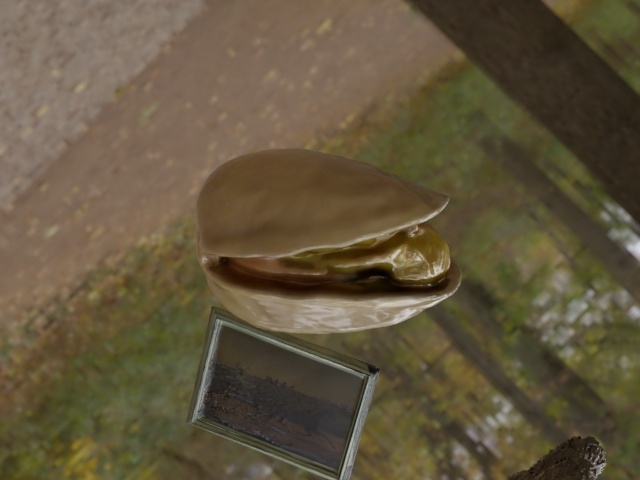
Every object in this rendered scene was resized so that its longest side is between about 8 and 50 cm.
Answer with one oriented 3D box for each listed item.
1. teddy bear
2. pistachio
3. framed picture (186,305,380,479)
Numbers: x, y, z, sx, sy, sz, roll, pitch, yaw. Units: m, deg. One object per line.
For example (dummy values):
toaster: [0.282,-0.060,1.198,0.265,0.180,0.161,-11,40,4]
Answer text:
teddy bear: [0.314,0.379,2.090,0.182,0.129,0.251,-42,148,-61]
pistachio: [0.000,0.000,1.475,0.299,0.187,0.187,5,-152,32]
framed picture: [-0.058,0.219,2.061,0.014,0.252,0.197,-46,153,-63]
